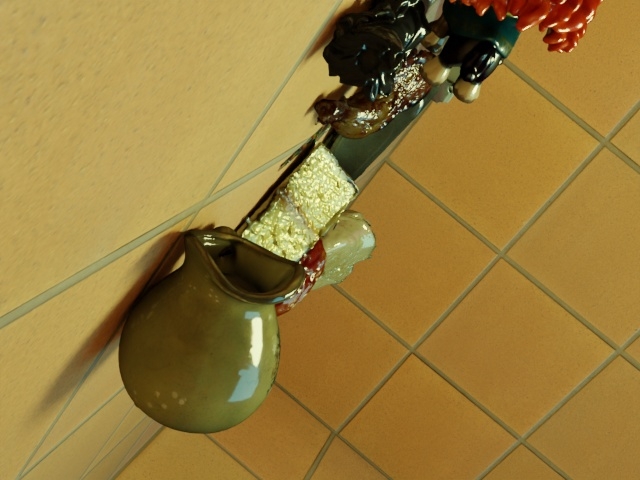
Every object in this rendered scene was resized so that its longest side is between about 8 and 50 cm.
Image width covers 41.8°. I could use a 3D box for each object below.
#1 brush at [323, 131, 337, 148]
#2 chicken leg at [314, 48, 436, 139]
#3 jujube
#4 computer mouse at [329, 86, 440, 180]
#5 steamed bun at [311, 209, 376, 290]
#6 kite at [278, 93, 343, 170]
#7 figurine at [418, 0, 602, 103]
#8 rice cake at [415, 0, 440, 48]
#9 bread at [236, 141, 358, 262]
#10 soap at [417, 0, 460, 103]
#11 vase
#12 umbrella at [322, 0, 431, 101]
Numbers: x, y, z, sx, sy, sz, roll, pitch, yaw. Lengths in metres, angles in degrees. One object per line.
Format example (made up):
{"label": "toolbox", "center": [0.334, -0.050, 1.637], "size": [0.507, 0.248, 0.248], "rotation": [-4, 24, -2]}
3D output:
{"label": "brush", "center": [0.021, -0.209, 1.857], "size": [0.083, 0.011, 0.205], "rotation": [-52, 177, 15]}
{"label": "chicken leg", "center": [0.104, -0.255, 1.473], "size": [0.322, 0.083, 0.177], "rotation": [-35, 167, -23]}
{"label": "jujube", "center": [-0.096, 0.077, 2.073], "size": [0.250, 0.174, 0.174], "rotation": [-53, 178, -20]}
{"label": "computer mouse", "center": [0.114, -0.251, 1.767], "size": [0.203, 0.114, 0.374], "rotation": [-51, -177, -40]}
{"label": "steamed bun", "center": [0.000, 0.000, 2.447], "size": [0.280, 0.207, 0.268], "rotation": [-11, 150, -40]}
{"label": "kite", "center": [-0.009, -0.199, 1.588], "size": [0.244, 0.006, 0.198], "rotation": [-47, 176, -45]}
{"label": "figurine", "center": [0.281, -0.381, 1.205], "size": [0.306, 0.241, 0.412], "rotation": [-54, -177, -19]}
{"label": "rice cake", "center": [0.158, -0.377, 1.483], "size": [0.106, 0.050, 0.298], "rotation": [-49, 176, -8]}
{"label": "bread", "center": [-0.056, -0.062, 1.664], "size": [0.266, 0.178, 0.142], "rotation": [-46, -150, -5]}
{"label": "soap", "center": [0.351, -0.501, 1.801], "size": [0.446, 0.156, 0.261], "rotation": [-50, 177, -22]}
{"label": "vase", "center": [-0.166, 0.099, 1.281], "size": [0.329, 0.241, 0.302], "rotation": [-107, -143, -60]}
{"label": "umbrella", "center": [0.097, -0.293, 1.171], "size": [0.110, 0.122, 0.272], "rotation": [-3, -152, 27]}
